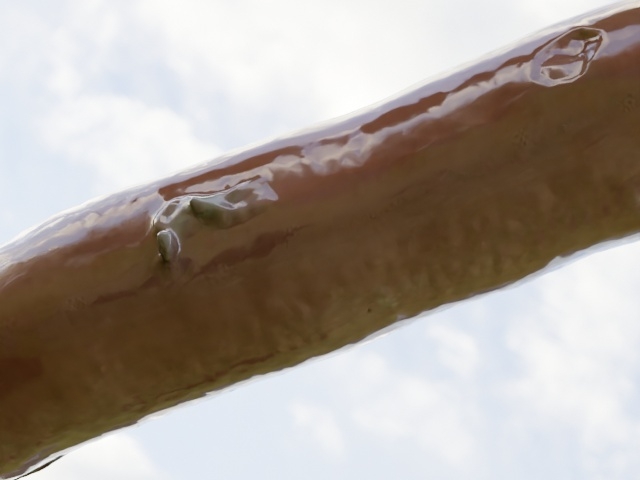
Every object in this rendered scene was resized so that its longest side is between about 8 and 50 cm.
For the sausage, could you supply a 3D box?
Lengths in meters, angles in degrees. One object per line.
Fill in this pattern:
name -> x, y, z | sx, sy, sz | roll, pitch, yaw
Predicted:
sausage -> 0.000, 0.000, 0.702 | 0.419, 0.094, 0.094 | -21, -59, 8
